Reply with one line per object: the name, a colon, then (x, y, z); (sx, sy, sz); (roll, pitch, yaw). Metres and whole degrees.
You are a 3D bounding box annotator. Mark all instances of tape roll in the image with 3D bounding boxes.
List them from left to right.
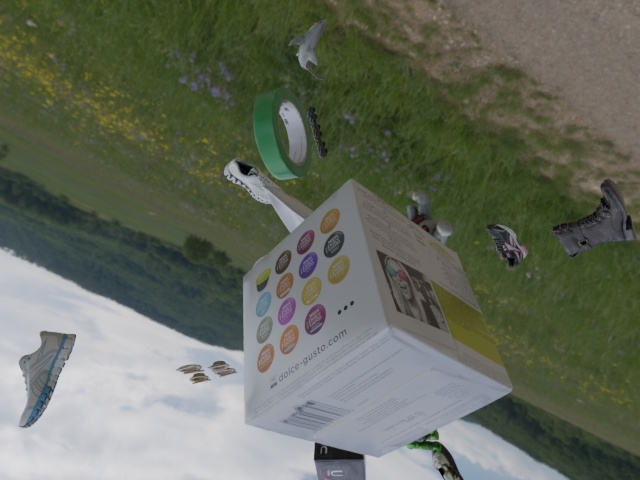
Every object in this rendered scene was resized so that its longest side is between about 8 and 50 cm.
tape roll: (-0.130, -0.381, 1.718); (0.077, 0.322, 0.321); (-6, 161, 21)

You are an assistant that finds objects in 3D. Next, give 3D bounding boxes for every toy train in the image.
toy train: (-0.011, -0.304, 1.351); (0.027, 0.159, 0.036); (-12, 169, -19)

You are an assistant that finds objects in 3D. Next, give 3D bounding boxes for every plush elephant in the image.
plush elephant: (0.376, -0.008, 2.019); (0.330, 0.255, 0.272); (81, 168, -53)

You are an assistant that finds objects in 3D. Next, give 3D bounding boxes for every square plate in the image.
square plate: (0.000, 0.000, 1.435); (0.347, 0.049, 0.344); (38, 167, 33)

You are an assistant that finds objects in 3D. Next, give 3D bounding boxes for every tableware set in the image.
tableware set: (-0.317, 0.371, 1.341); (0.140, 0.020, 0.169); (-11, 150, -1)

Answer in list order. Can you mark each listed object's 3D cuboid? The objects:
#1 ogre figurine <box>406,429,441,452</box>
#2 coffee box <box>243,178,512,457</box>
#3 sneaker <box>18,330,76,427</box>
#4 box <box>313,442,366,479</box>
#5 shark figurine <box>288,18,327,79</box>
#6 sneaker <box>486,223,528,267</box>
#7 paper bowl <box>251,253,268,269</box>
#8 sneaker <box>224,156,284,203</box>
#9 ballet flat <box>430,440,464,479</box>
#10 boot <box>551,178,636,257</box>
ogre figurine: (0.328, 0.645, 1.601); (0.118, 0.097, 0.197); (-16, 136, 16)
coffee box: (0.083, 0.162, 0.906); (0.338, 0.337, 0.335); (29, -146, -33)
sneaker: (-0.564, 0.270, 0.946); (0.082, 0.191, 0.071); (21, 151, -17)
box: (0.062, 0.576, 1.428); (0.143, 0.166, 0.271); (-4, -145, 6)
shark figurine: (-0.039, -0.742, 1.934); (0.116, 0.166, 0.278); (51, 160, 13)
sneaker: (0.584, 0.019, 1.500); (0.178, 0.077, 0.072); (39, 162, -17)
paper bowl: (-0.107, 0.173, 1.436); (0.284, 0.285, 0.148); (23, -153, 29)
sneaker: (-0.280, -0.261, 2.093); (0.292, 0.110, 0.118); (30, 149, -17)
ballet flat: (0.429, 0.776, 1.608); (0.074, 0.074, 0.203); (33, -159, -51)
boot: (0.876, -0.060, 1.556); (0.228, 0.091, 0.263); (-17, 117, 37)
